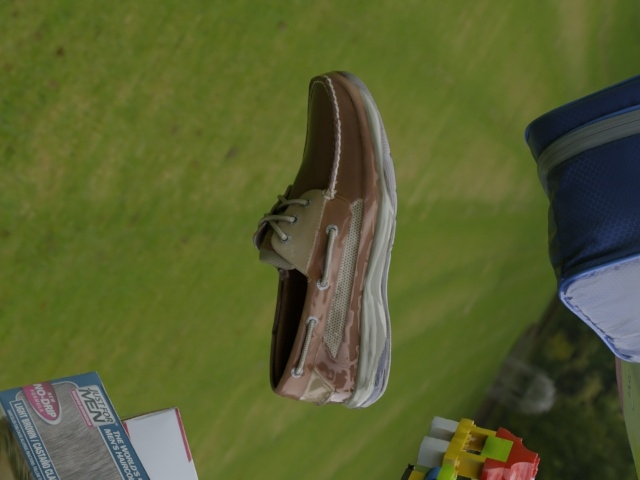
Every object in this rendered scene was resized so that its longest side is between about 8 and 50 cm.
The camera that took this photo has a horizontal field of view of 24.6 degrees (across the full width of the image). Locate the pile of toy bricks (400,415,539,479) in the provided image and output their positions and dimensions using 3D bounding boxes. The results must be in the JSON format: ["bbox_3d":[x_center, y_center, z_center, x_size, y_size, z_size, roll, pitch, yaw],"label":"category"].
[{"bbox_3d":[0.099,0.214,0.987,0.212,0.105,0.118,-50,150,-63],"label":"pile of toy bricks"}]

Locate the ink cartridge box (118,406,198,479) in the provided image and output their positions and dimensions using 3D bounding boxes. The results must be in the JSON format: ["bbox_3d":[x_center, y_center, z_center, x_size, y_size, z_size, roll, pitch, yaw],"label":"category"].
[{"bbox_3d":[-0.184,0.233,1.512,0.063,0.109,0.150,-15,178,-26],"label":"ink cartridge box"}]

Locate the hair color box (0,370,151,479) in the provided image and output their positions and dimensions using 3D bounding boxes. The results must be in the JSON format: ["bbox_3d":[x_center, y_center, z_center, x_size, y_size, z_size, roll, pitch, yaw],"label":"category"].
[{"bbox_3d":[-0.249,0.311,1.397,0.105,0.174,0.347,-10,134,-28],"label":"hair color box"}]

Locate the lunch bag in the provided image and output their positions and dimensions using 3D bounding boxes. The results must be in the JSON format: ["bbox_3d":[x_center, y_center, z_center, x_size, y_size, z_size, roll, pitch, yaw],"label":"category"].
[{"bbox_3d":[0.108,-0.009,0.445,0.098,0.067,0.065,40,38,-56],"label":"lunch bag"}]

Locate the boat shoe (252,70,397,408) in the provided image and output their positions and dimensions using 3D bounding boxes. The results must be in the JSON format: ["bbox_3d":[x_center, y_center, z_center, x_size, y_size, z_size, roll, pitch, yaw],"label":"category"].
[{"bbox_3d":[0.000,0.000,1.387,0.123,0.116,0.324,176,-87,-72],"label":"boat shoe"}]

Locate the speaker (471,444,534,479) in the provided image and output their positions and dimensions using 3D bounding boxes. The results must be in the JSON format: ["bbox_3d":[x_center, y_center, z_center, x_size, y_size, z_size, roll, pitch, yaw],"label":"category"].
[{"bbox_3d":[0.162,0.239,1.295,0.055,0.055,0.136,-49,146,-35],"label":"speaker"}]

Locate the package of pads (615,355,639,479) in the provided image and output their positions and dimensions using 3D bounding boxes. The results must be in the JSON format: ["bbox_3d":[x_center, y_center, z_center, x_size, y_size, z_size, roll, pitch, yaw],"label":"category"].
[{"bbox_3d":[0.324,0.177,1.284,0.296,0.101,0.229,66,14,-57],"label":"package of pads"}]
